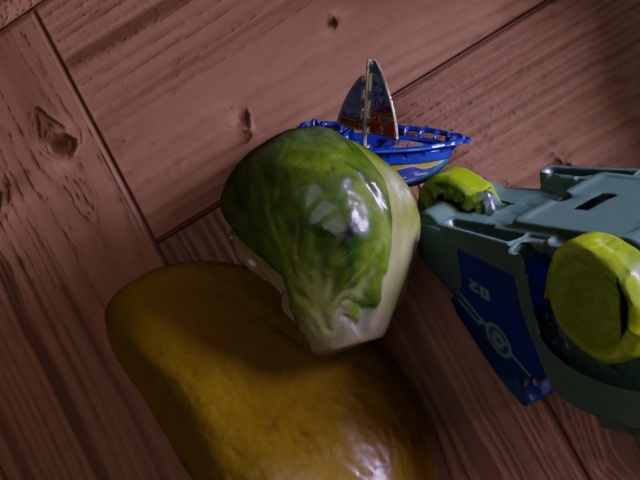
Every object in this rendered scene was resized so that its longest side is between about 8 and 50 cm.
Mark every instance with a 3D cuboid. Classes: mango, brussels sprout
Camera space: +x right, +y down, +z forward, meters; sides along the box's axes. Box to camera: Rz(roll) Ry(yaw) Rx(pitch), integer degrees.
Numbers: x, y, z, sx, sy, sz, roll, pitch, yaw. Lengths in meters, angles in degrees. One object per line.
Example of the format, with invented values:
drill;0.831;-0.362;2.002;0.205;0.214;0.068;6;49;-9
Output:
mango;-0.033;0.137;1.400;0.195;0.142;0.331;-30;66;-13
brussels sprout;0.006;-0.006;1.325;0.145;0.131;0.183;-41;83;12

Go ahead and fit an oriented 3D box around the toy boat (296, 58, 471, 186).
toy boat;0.041;-0.098;1.399;0.175;0.091;0.110;4;110;15

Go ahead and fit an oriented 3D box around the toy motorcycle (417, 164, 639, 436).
toy motorcycle;0.207;0.044;1.297;0.326;0.191;0.199;8;119;52
